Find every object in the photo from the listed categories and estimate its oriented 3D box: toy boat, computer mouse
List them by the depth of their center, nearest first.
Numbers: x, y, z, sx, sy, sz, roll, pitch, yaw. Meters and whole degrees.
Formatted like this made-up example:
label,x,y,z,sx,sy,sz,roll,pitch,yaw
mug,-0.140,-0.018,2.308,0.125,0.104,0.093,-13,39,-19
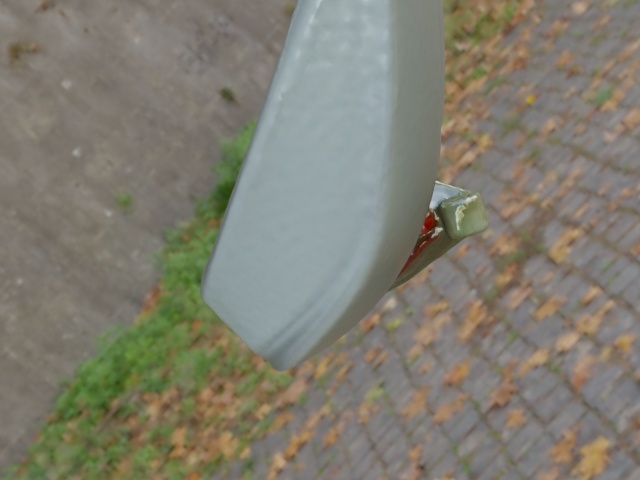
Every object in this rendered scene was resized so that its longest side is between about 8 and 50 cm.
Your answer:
label,x,y,z,sx,sy,sz,roll,pitch,yaw
computer mouse,0.014,-0.055,0.476,0.128,0.079,0.231,-81,8,-61
toy boat,0.000,0.000,0.633,0.071,0.089,0.185,-18,8,-37
